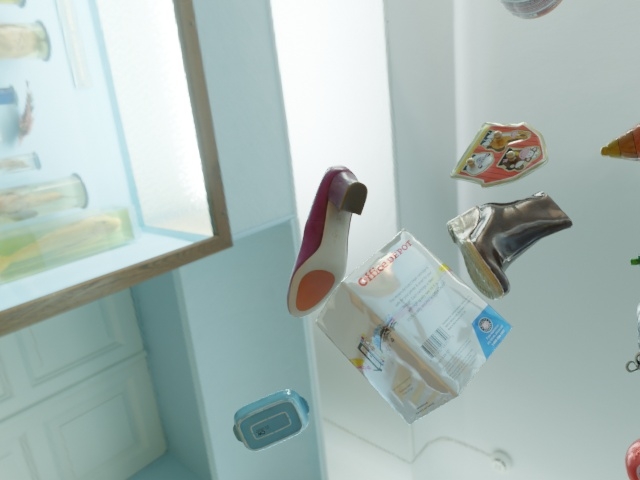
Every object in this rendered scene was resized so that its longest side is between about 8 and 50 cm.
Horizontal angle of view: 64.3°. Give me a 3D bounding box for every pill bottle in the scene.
[{"bbox_3d":[0.326,-0.435,0.809,0.121,0.221,0.121,6,-77,29],"label":"pill bottle"}]

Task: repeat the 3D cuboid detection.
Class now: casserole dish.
[{"bbox_3d":[-0.115,0.423,1.184,0.188,0.037,0.114,-23,-84,1],"label":"casserole dish"}]

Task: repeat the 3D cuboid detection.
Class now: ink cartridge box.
[{"bbox_3d":[0.142,0.138,0.831,0.233,0.171,0.168,46,-34,13],"label":"ink cartridge box"}]

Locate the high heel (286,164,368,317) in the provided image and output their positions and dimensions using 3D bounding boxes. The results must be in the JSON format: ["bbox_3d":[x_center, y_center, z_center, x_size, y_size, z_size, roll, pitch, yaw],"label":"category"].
[{"bbox_3d":[0.000,0.000,1.259,0.377,0.127,0.181,-62,-154,12],"label":"high heel"}]

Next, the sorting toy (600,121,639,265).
[{"bbox_3d":[0.654,-0.096,1.034,0.126,0.127,0.365,-11,-123,33],"label":"sorting toy"}]

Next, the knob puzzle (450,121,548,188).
[{"bbox_3d":[0.405,-0.196,1.125,0.213,0.213,0.030,6,-32,40],"label":"knob puzzle"}]

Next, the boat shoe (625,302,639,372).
[{"bbox_3d":[0.736,0.268,1.103,0.113,0.306,0.105,17,-44,-13],"label":"boat shoe"}]

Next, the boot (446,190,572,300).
[{"bbox_3d":[0.361,-0.005,0.936,0.207,0.248,0.090,-18,-57,6],"label":"boot"}]

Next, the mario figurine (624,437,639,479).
[{"bbox_3d":[0.612,0.300,0.740,0.320,0.198,0.170,-21,-87,5],"label":"mario figurine"}]
